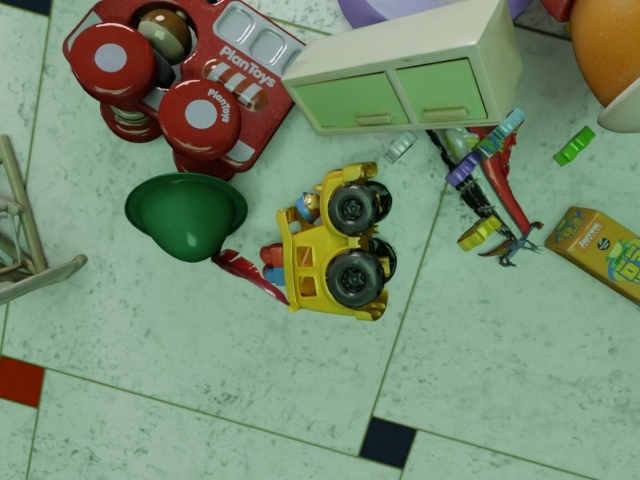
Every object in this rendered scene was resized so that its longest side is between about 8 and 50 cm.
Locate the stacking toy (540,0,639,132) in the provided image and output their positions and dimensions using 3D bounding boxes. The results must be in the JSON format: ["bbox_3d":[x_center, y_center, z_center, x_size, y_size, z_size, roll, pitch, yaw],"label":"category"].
[{"bbox_3d":[0.286,-0.380,0.441,0.350,0.350,0.480,-40,78,9],"label":"stacking toy"}]

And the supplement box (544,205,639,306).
[{"bbox_3d":[0.465,0.042,0.686,0.233,0.080,0.078,32,98,-1],"label":"supplement box"}]

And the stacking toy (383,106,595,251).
[{"bbox_3d":[0.213,-0.119,0.590,0.221,0.052,0.167,-43,89,-2],"label":"stacking toy"}]

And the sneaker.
[{"bbox_3d":[0.244,-0.130,0.656,0.118,0.107,0.279,-29,98,3],"label":"sneaker"}]

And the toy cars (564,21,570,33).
[{"bbox_3d":[0.395,-0.367,0.578,0.176,0.087,0.394,-19,109,18],"label":"toy cars"}]

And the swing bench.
[{"bbox_3d":[-0.523,-0.005,0.647,0.165,0.253,0.255,-28,97,8],"label":"swing bench"}]

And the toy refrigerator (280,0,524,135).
[{"bbox_3d":[0.086,-0.195,0.555,0.102,0.269,0.094,51,59,-40],"label":"toy refrigerator"}]

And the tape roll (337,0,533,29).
[{"bbox_3d":[0.152,-0.377,0.592,0.274,0.090,0.275,0,89,-2],"label":"tape roll"}]

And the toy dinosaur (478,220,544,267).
[{"bbox_3d":[0.305,0.001,0.708,0.090,0.047,0.082,23,83,9],"label":"toy dinosaur"}]

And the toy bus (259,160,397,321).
[{"bbox_3d":[0.000,0.000,0.685,0.211,0.149,0.221,-1,99,20],"label":"toy bus"}]

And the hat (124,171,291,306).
[{"bbox_3d":[-0.179,0.026,0.630,0.173,0.184,0.208,21,139,-39],"label":"hat"}]

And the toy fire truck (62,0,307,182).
[{"bbox_3d":[-0.175,-0.239,0.647,0.302,0.169,0.254,33,77,-4],"label":"toy fire truck"}]
